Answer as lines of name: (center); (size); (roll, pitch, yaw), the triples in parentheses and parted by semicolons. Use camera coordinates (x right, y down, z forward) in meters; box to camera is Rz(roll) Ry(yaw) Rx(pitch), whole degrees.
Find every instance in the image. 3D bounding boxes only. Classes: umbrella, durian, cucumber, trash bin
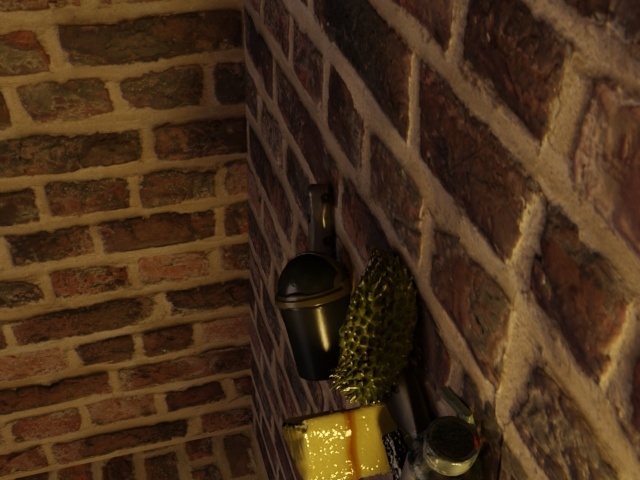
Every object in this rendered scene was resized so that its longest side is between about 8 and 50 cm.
umbrella: (0.000, 0.000, 2.199); (0.067, 0.073, 0.337); (-58, -31, -61)
durian: (0.118, 0.200, 1.683); (0.169, 0.157, 0.355); (-98, 24, -84)
cucumber: (0.208, 0.577, 1.772); (0.072, 0.072, 0.300); (118, 141, -66)
trash bin: (-0.011, 0.193, 2.088); (0.214, 0.214, 0.333); (-151, 51, -71)

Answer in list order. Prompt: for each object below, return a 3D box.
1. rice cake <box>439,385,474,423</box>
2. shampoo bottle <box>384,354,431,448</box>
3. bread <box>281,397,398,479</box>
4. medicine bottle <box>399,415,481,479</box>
rice cake: (0.264, 0.320, 1.504); (0.121, 0.022, 0.022); (-136, 30, -65)
shampoo bottle: (0.180, 0.326, 1.704); (0.125, 0.084, 0.350); (111, 147, -50)
bread: (0.044, 0.457, 1.946); (0.236, 0.263, 0.198); (-133, 40, -66)
medicine bottle: (0.227, 0.457, 1.490); (0.293, 0.141, 0.141); (97, 159, -44)
